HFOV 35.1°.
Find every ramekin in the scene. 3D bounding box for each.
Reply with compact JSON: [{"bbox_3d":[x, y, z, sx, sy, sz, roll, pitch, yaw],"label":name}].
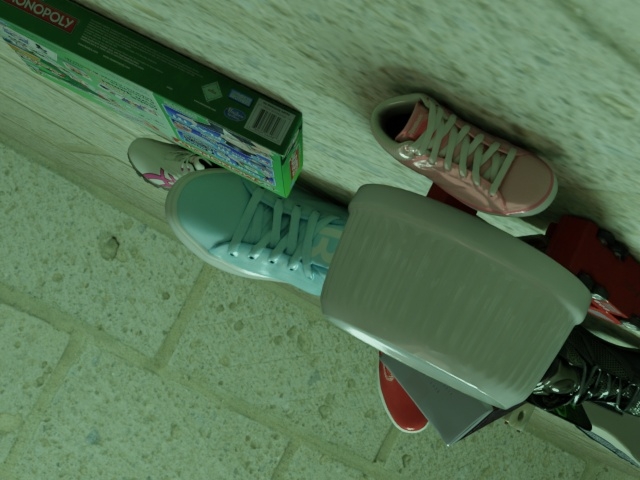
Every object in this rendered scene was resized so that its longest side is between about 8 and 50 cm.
[{"bbox_3d":[0.098,0.050,0.806,0.207,0.109,0.207,26,173,4],"label":"ramekin"}]

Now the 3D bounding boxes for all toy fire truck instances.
[{"bbox_3d":[0.186,0.010,0.836,0.192,0.047,0.135,33,171,-40],"label":"toy fire truck"}]

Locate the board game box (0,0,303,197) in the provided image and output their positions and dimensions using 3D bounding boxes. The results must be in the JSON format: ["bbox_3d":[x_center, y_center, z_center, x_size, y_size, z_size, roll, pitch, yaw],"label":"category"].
[{"bbox_3d":[-0.167,-0.148,1.001,0.317,0.046,0.213,26,174,2],"label":"board game box"}]

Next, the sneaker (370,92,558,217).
[{"bbox_3d":[0.090,-0.058,0.678,0.134,0.051,0.070,28,179,28],"label":"sneaker"}]

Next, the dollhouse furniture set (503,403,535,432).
[{"bbox_3d":[0.270,0.214,1.659,0.129,0.129,0.184,21,170,41],"label":"dollhouse furniture set"}]

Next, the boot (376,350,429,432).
[{"bbox_3d":[0.132,0.186,1.614,0.088,0.244,0.176,-8,171,-1],"label":"boot"}]

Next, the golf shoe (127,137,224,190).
[{"bbox_3d":[-0.176,-0.099,1.366,0.186,0.067,0.086,27,146,7],"label":"golf shoe"}]

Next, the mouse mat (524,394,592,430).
[{"bbox_3d":[0.252,0.138,1.226,0.153,0.007,0.189,27,-149,-30],"label":"mouse mat"}]

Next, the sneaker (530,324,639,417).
[{"bbox_3d":[0.312,0.162,1.142,0.228,0.087,0.130,28,-148,9],"label":"sneaker"}]

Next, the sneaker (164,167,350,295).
[{"bbox_3d":[0.000,0.000,1.195,0.366,0.135,0.150,20,167,-14],"label":"sneaker"}]

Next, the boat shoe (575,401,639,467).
[{"bbox_3d":[0.445,0.242,1.344,0.158,0.127,0.340,25,-176,-44],"label":"boat shoe"}]

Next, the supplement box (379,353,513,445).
[{"bbox_3d":[0.185,0.149,1.207,0.130,0.073,0.239,52,-152,19],"label":"supplement box"}]
